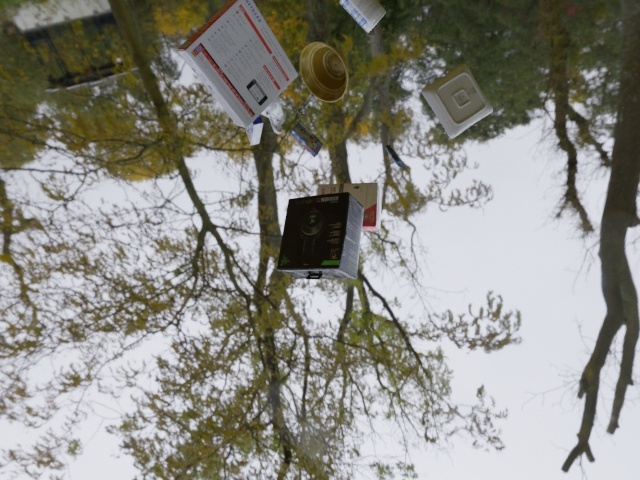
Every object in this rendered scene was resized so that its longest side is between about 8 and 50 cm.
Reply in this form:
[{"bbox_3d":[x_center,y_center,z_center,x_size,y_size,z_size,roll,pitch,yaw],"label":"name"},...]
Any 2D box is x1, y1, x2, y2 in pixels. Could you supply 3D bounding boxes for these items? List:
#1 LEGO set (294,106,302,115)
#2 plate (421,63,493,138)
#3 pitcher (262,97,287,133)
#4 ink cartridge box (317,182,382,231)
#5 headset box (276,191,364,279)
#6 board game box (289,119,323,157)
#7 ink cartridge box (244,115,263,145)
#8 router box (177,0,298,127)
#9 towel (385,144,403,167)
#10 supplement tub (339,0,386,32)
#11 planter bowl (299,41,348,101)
[{"bbox_3d":[-0.113,-0.698,2.187,0.023,0.054,0.083,-59,-172,-5],"label":"LEGO set"},{"bbox_3d":[0.665,-0.674,1.943,0.278,0.277,0.045,-34,-176,-10],"label":"plate"},{"bbox_3d":[-0.255,-0.666,2.091,0.126,0.207,0.177,-12,-114,20],"label":"pitcher"},{"bbox_3d":[0.127,-0.147,1.844,0.283,0.207,0.117,1,171,19],"label":"ink cartridge box"},{"bbox_3d":[0.000,0.000,1.379,0.247,0.131,0.282,-2,-110,32],"label":"headset box"},{"bbox_3d":[-0.079,-0.596,2.384,0.035,0.201,0.136,-33,-157,37],"label":"board game box"},{"bbox_3d":[-0.303,-0.520,1.838,0.046,0.097,0.207,-17,173,-17],"label":"ink cartridge box"},{"bbox_3d":[-0.280,-0.633,1.458,0.301,0.335,0.082,-49,-138,-11],"label":"router box"},{"bbox_3d":[0.347,-0.396,1.915,0.029,0.067,0.119,-37,-127,20],"label":"towel"},{"bbox_3d":[0.108,-0.599,1.042,0.071,0.107,0.071,-45,-165,16],"label":"supplement tub"},{"bbox_3d":[0.034,-0.626,1.483,0.217,0.217,0.090,17,-131,37],"label":"planter bowl"}]
